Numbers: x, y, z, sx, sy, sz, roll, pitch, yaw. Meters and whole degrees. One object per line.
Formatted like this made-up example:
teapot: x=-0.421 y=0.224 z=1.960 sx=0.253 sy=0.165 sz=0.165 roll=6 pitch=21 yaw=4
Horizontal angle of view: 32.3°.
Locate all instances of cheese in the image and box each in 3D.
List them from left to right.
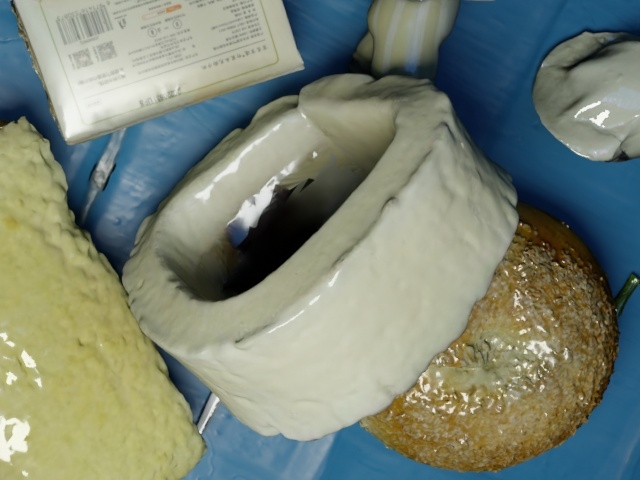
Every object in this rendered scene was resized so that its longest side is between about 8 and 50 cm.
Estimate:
cheese: x=-0.002 y=-0.003 z=0.983 sx=0.332 sy=0.292 sz=0.153 roll=-41 pitch=125 yaw=-2

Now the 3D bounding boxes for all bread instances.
bread: x=-0.290 y=0.097 z=0.999 sx=0.237 sy=0.165 sz=0.375 roll=-31 pitch=101 yaw=-30
bread: x=0.156 y=0.096 z=1.103 sx=0.306 sy=0.159 sz=0.305 roll=-1 pitch=97 yaw=-10

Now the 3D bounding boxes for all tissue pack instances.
tissue pack: x=-0.155 y=-0.197 z=1.027 sx=0.234 sy=0.125 sz=0.159 roll=-21 pitch=101 yaw=-8

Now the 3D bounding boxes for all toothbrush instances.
toothbrush: x=-0.092 y=0.135 z=1.133 sx=0.026 sy=0.024 sz=0.288 roll=33 pitch=91 yaw=1

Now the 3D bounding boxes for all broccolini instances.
broccolini: x=0.314 y=0.101 z=1.204 sx=0.035 sy=0.030 sz=0.140 roll=34 pitch=85 yaw=-22

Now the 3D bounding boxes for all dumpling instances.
dumpling: x=0.307 y=-0.156 z=1.142 sx=0.176 sy=0.092 sz=0.150 roll=-38 pitch=88 yaw=1

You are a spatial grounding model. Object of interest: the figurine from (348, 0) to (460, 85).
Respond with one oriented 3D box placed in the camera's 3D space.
figurine: x=0.084 y=-0.321 z=1.021 sx=0.203 sy=0.248 sz=0.380 roll=7 pitch=109 yaw=11
